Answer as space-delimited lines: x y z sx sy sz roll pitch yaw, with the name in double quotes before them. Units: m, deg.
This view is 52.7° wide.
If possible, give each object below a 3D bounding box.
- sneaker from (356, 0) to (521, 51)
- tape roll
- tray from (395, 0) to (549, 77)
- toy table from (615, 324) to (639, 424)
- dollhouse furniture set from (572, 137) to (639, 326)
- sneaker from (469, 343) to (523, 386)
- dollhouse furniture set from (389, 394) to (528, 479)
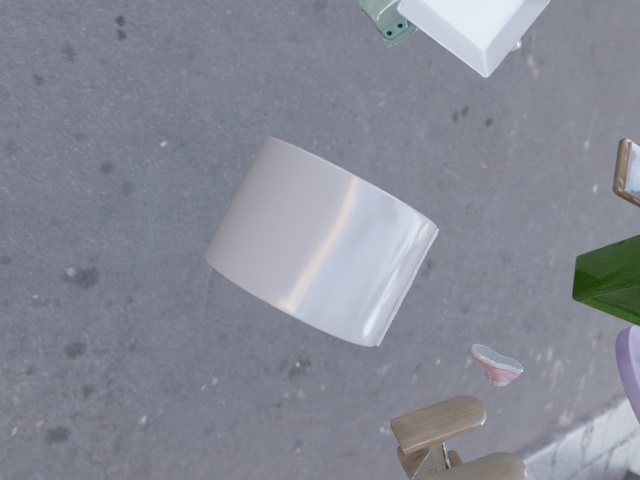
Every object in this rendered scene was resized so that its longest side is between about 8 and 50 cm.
"sneaker" 0.180 -0.344 1.007 0.255 0.151 0.094 34 34 -11
"tape roll" 0.000 0.000 0.806 0.246 0.246 0.169 26 92 -48
"tray" 0.204 -0.320 0.855 0.270 0.030 0.145 11 122 -52
"toy table" 0.577 0.231 0.947 0.252 0.161 0.274 -18 73 -41
"dollhouse furniture set" 0.358 -0.047 0.472 0.151 0.301 0.198 23 68 -13
"sneaker" 0.360 0.271 1.375 0.134 0.051 0.070 24 119 -20
"dollhouse furniture set" 0.304 0.468 0.929 0.256 0.394 0.362 -17 116 -5
